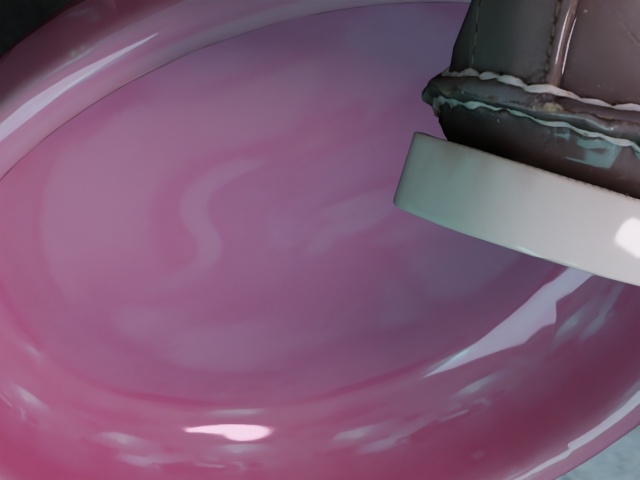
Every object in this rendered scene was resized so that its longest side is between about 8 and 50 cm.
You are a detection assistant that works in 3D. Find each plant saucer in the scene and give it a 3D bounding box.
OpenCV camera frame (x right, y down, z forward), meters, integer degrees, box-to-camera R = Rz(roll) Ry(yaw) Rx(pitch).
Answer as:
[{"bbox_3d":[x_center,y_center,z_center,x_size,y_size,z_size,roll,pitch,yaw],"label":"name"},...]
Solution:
[{"bbox_3d":[0.000,0.000,0.684,0.332,0.084,0.332,-10,141,-8],"label":"plant saucer"}]

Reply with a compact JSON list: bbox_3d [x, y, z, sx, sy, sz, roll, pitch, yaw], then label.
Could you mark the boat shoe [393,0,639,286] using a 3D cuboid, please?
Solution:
[{"bbox_3d":[0.151,-0.035,0.551,0.324,0.096,0.116,5,-170,-46],"label":"boat shoe"}]
